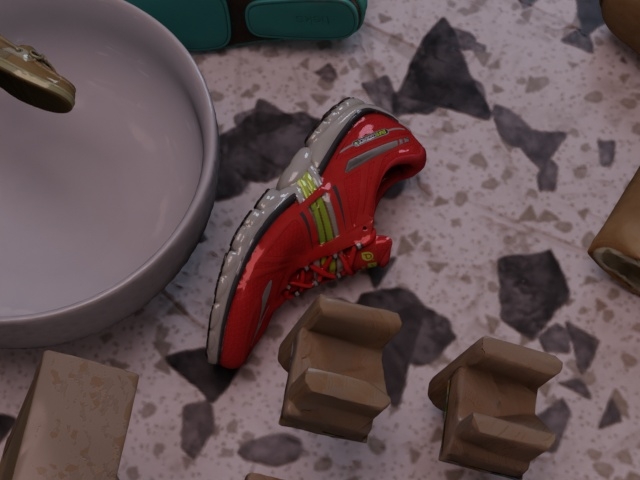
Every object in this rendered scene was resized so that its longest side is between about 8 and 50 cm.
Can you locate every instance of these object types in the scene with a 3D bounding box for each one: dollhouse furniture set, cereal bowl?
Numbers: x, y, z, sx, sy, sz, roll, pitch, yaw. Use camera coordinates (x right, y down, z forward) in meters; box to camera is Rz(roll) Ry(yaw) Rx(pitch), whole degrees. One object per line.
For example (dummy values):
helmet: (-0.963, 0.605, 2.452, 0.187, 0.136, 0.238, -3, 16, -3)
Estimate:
dollhouse furniture set: (-0.054, 0.246, 1.197, 0.394, 0.256, 0.362, 16, 63, -11)
cereal bowl: (-0.250, -0.050, 1.367, 0.339, 0.141, 0.339, -2, 62, 3)

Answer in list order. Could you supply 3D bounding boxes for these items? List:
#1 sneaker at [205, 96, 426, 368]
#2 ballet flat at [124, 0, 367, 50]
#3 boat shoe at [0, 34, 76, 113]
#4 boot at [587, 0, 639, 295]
sneaker: (0.000, 0.000, 1.349, 0.118, 0.107, 0.279, 31, 71, 8)
ballet flat: (-0.078, -0.229, 1.494, 0.247, 0.083, 0.087, 0, 40, 3)
boat shoe: (-0.261, -0.155, 1.315, 0.153, 0.056, 0.048, 26, 72, 25)
boot: (0.305, -0.090, 1.380, 0.236, 0.089, 0.269, 26, 68, 16)
